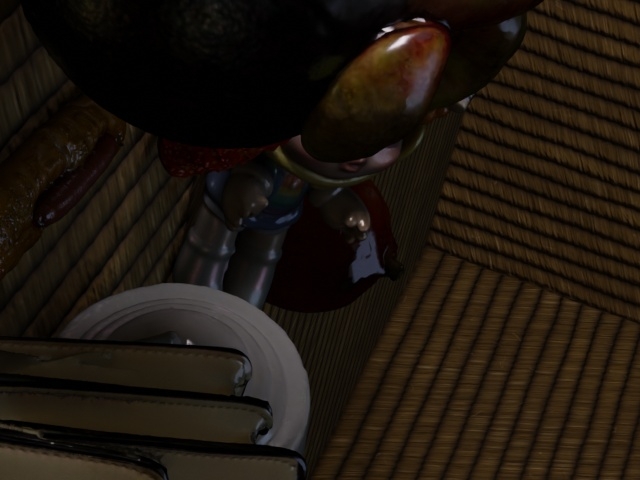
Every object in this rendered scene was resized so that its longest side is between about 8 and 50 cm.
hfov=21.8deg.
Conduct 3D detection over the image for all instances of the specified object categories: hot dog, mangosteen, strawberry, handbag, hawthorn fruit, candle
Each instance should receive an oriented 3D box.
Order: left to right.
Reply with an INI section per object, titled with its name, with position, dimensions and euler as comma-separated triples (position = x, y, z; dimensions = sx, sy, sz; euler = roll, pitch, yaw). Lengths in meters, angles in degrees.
[hot dog]
position = -0.171, -0.037, 1.034
dimensions = 0.215, 0.047, 0.066
euler = -57, 162, -56
[handbag]
position = -0.172, 0.247, 1.077
dimensions = 0.160, 0.237, 0.358
euler = -121, -138, -58
[candle]
position = -0.114, 0.168, 1.297
dimensions = 0.342, 0.221, 0.221
euler = 100, 13, -51
[strawberry]
position = -0.073, -0.121, 1.293
dimensions = 0.131, 0.148, 0.131
euler = 55, 22, -35
[mangosteen]
position = -0.023, -0.168, 0.867
dimensions = 0.288, 0.288, 0.288
euler = 20, 90, -82
[hawthorn fruit]
position = 0.000, 0.000, 1.730
dimensions = 0.169, 0.188, 0.169
euler = -60, 172, -14

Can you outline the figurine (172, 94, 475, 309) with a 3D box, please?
[figurine]
position = -0.033, -0.108, 1.475
dimensions = 0.382, 0.225, 0.205
euler = -47, -136, 20
